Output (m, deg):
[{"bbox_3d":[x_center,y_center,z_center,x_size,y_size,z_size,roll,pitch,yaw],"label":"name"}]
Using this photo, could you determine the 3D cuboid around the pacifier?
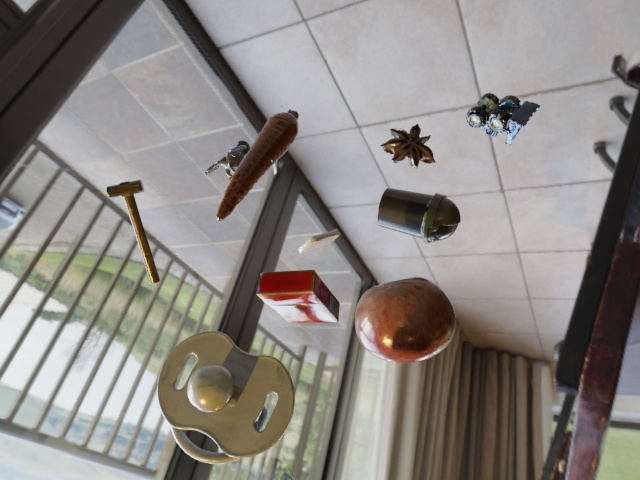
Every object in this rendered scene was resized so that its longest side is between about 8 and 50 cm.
[{"bbox_3d":[-0.200,0.297,0.893,0.287,0.238,0.226,25,159,14],"label":"pacifier"}]

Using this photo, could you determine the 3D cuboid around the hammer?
[{"bbox_3d":[-0.611,-0.020,1.578,0.111,0.043,0.366,-13,111,-10],"label":"hammer"}]

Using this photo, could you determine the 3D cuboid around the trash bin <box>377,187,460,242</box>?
[{"bbox_3d":[0.424,-0.105,1.984,0.333,0.214,0.214,13,149,22],"label":"trash bin"}]

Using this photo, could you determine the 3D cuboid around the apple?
[{"bbox_3d":[0.282,0.251,1.575,0.344,0.344,0.270,-2,102,25],"label":"apple"}]

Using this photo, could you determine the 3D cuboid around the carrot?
[{"bbox_3d":[-0.118,-0.158,0.898,0.069,0.336,0.069,17,141,15],"label":"carrot"}]

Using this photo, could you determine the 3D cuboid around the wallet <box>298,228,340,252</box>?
[{"bbox_3d":[0.000,0.000,1.759,0.095,0.190,0.033,-37,78,38],"label":"wallet"}]

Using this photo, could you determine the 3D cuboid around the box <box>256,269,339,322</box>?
[{"bbox_3d":[-0.037,0.114,0.904,0.112,0.048,0.175,-4,152,18],"label":"box"}]

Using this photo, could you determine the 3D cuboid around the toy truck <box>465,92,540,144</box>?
[{"bbox_3d":[0.596,-0.396,1.532,0.208,0.113,0.126,25,152,42],"label":"toy truck"}]

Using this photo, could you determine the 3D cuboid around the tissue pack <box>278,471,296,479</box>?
[{"bbox_3d":[-0.097,0.833,1.541,0.085,0.079,0.111,44,159,-7],"label":"tissue pack"}]

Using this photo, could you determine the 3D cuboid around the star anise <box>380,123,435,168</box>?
[{"bbox_3d":[0.323,-0.350,1.751,0.196,0.212,0.073,0,149,1],"label":"star anise"}]

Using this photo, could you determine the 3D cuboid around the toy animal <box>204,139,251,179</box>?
[{"bbox_3d":[-0.390,-0.345,2.010,0.255,0.176,0.239,-10,166,-45],"label":"toy animal"}]
